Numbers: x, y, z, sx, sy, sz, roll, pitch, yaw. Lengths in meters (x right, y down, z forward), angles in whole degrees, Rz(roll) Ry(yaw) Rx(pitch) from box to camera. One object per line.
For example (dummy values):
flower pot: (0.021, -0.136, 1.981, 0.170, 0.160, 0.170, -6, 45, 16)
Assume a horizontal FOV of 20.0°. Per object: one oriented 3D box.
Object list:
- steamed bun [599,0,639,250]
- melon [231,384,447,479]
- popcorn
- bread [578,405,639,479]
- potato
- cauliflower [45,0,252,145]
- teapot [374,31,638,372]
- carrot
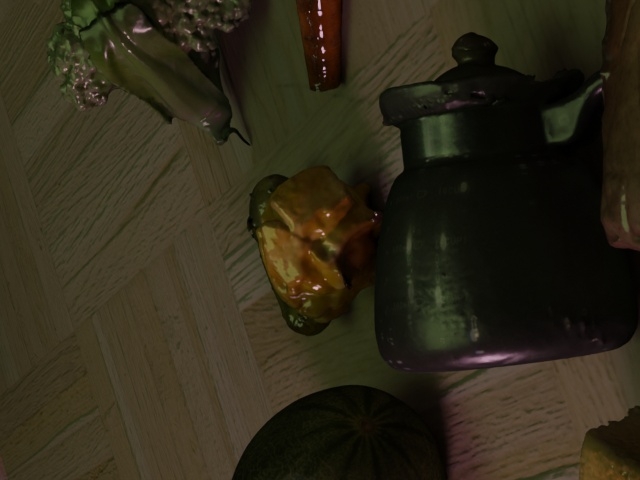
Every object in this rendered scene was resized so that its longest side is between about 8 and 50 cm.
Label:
steamed bun: (0.333, -0.097, 1.172, 0.301, 0.199, 0.251, -5, 81, 55)
melon: (0.014, 0.290, 1.923, 0.237, 0.237, 0.301, 55, 143, 36)
popcorn: (0.000, 0.000, 1.922, 0.152, 0.148, 0.167, 5, 119, 40)
bread: (0.322, 0.263, 1.450, 0.275, 0.114, 0.184, 25, 121, 56)
potato: (-0.026, 0.015, 2.041, 0.085, 0.105, 0.188, -13, 93, 21)
cauliflower: (-0.184, -0.229, 2.132, 0.239, 0.256, 0.315, 26, 155, 53)
teapot: (0.160, -0.041, 1.512, 0.305, 0.223, 0.285, 166, 97, -66)
carrot: (0.001, -0.235, 1.910, 0.055, 0.055, 0.161, 42, 145, 49)
